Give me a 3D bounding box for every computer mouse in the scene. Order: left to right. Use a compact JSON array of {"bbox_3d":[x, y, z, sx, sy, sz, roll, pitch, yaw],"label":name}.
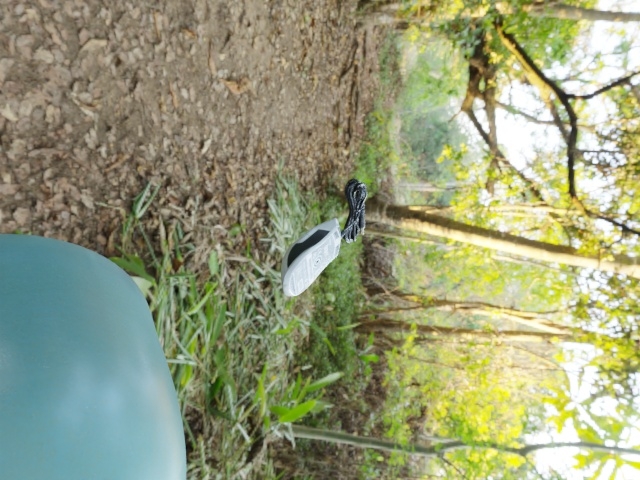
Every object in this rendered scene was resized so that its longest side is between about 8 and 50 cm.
[{"bbox_3d":[0.000,0.000,0.656,0.193,0.042,0.106,-42,148,-33],"label":"computer mouse"}]

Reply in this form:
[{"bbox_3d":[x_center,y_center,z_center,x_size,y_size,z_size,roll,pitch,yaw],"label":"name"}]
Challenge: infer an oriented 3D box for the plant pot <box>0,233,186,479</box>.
[{"bbox_3d":[-0.242,0.177,0.356,0.235,0.293,0.293,41,-33,42],"label":"plant pot"}]
